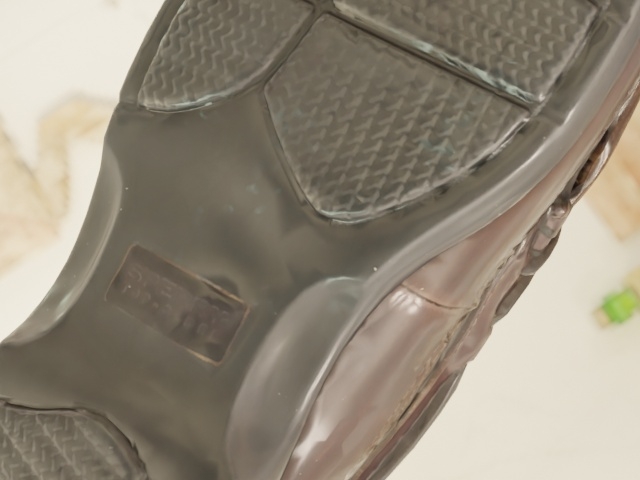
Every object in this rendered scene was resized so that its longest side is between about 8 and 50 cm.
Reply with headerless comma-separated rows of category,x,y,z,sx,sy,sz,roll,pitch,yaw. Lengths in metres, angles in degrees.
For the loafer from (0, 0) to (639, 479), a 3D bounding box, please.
loafer,0.000,0.000,0.476,0.109,0.302,0.095,35,-176,24
